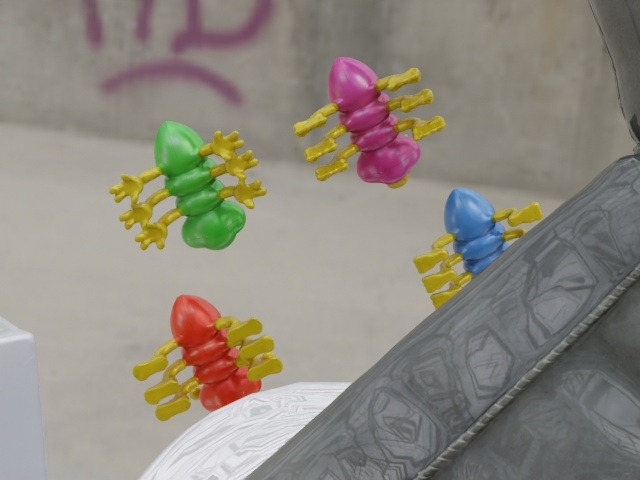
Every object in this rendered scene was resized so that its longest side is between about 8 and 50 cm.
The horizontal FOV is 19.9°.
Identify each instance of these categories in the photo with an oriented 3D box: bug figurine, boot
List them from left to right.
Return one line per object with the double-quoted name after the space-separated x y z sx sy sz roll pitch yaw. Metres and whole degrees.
0.000 0.000 1.164 0.279 0.216 0.072 -21 20 4 "bug figurine"
0.055 0.008 0.469 0.076 0.208 0.189 18 31 -56 "boot"

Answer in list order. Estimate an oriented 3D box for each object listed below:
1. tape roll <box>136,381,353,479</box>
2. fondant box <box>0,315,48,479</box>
0.007 0.220 0.957 0.286 0.286 0.100 -4 -24 -24 "tape roll"
-0.269 0.219 0.997 0.238 0.330 0.096 -9 12 -29 "fondant box"
